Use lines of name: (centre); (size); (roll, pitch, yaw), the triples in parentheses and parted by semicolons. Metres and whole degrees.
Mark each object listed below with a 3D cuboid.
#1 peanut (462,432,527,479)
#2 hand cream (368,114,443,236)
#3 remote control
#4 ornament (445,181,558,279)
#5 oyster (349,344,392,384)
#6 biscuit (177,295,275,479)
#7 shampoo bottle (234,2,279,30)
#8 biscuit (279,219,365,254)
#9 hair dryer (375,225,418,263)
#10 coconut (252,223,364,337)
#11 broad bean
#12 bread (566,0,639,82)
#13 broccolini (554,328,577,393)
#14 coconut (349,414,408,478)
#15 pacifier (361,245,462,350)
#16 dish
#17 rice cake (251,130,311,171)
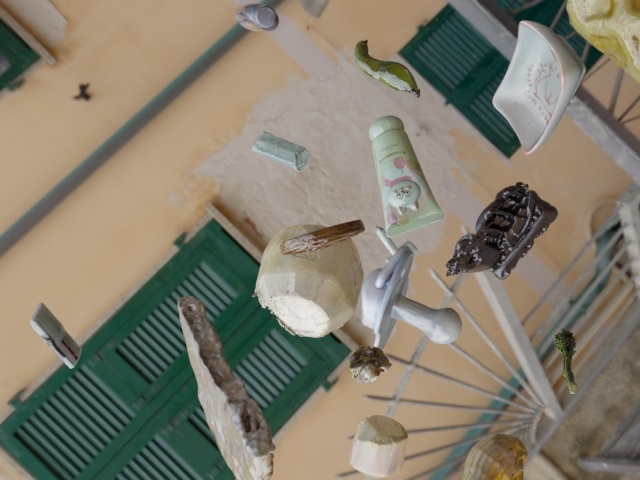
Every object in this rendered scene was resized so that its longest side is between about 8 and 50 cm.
peanut: (0.238, 0.368, 0.915); (0.087, 0.206, 0.087); (26, 142, 22)
hand cream: (0.196, -0.167, 1.562); (0.093, 0.147, 0.305); (35, -141, -65)
remote control: (-0.607, 0.221, 1.442); (0.065, 0.029, 0.166); (-94, -18, -55)
ornament: (0.380, -0.021, 1.387); (0.260, 0.251, 0.106); (11, -151, -49)
oyster: (0.058, 0.164, 0.836); (0.034, 0.051, 0.093); (44, 162, -14)
biscuit: (-0.104, 0.176, 0.674); (0.250, 0.032, 0.133); (47, 144, 48)
shampoo bottle: (-0.142, -0.503, 1.414); (0.087, 0.049, 0.233); (21, -169, -21)
biscuit: (0.000, 0.000, 0.916); (0.175, 0.124, 0.026); (155, 100, -78)
hair dryer: (0.190, 0.009, 1.644); (0.137, 0.082, 0.047); (51, 169, -22)
coconut: (-0.025, 0.113, 2.035); (0.346, 0.360, 0.346); (12, 142, 10)
broad bean: (0.162, -0.411, 1.521); (0.214, 0.070, 0.048); (41, -175, 14)
bread: (0.512, -0.323, 0.905); (0.252, 0.196, 0.239); (46, -154, 19)
broccolini: (0.534, 0.260, 1.354); (0.051, 0.239, 0.054); (6, 110, 17)
coconut: (0.121, 0.441, 1.313); (0.116, 0.122, 0.116); (12, -170, -2)
pacifier: (0.204, 0.148, 1.371); (0.226, 0.238, 0.287); (25, 149, 15)
dish: (0.396, -0.276, 1.119); (0.212, 0.077, 0.151); (90, 161, -60)
rice cake: (-0.111, -0.252, 1.749); (0.206, 0.069, 0.063); (25, 173, 39)
